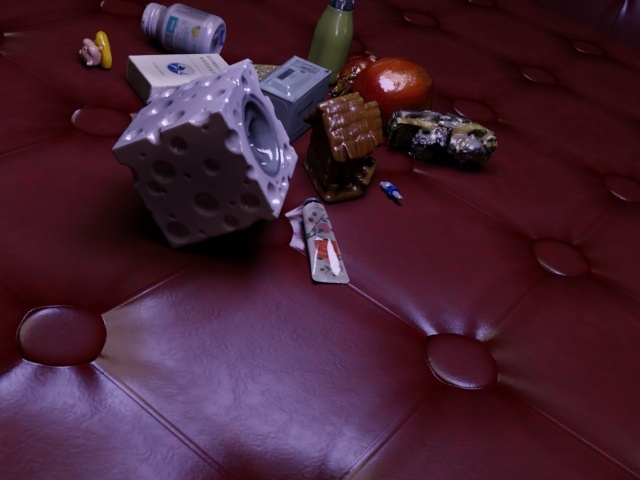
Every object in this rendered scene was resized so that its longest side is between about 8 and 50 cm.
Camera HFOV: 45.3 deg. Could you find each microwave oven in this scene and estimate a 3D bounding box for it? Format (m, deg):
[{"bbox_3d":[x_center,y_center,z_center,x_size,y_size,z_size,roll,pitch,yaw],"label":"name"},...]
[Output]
[{"bbox_3d":[-0.081,-0.355,1.939,0.122,0.162,0.208,26,41,14],"label":"microwave oven"}]

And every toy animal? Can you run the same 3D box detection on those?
[{"bbox_3d":[-0.594,-0.505,2.014,0.082,0.091,0.114,-10,43,-10],"label":"toy animal"}]

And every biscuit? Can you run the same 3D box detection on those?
[{"bbox_3d":[-0.141,-0.467,2.187,0.203,0.016,0.144,2,38,-17],"label":"biscuit"}]

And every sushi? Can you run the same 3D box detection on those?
[{"bbox_3d":[0.311,-0.256,2.001,0.291,0.139,0.131,7,56,-10],"label":"sushi"}]

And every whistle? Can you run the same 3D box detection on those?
[{"bbox_3d":[0.171,-0.118,1.826,0.033,0.029,0.083,10,26,-35],"label":"whistle"}]

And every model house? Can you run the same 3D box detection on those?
[{"bbox_3d":[0.062,-0.237,1.780,0.200,0.229,0.219,-14,46,-26],"label":"model house"}]

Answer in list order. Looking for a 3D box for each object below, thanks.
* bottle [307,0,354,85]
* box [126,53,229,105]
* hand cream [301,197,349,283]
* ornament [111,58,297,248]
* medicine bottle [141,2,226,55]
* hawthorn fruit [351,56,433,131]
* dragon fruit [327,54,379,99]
[{"bbox_3d":[0.035,-0.578,2.190,0.112,0.260,0.112,10,36,-8],"label":"bottle"},{"bbox_3d":[-0.352,-0.417,1.996,0.257,0.069,0.164,-10,43,-32],"label":"box"},{"bbox_3d":[0.000,0.000,1.595,0.080,0.050,0.234,5,43,-20],"label":"hand cream"},{"bbox_3d":[-0.212,-0.168,1.494,0.240,0.239,0.239,-16,31,19],"label":"ornament"},{"bbox_3d":[-0.387,-0.591,2.159,0.215,0.135,0.135,20,36,6],"label":"medicine bottle"},{"bbox_3d":[0.175,-0.387,2.052,0.253,0.205,0.205,-20,48,-30],"label":"hawthorn fruit"},{"bbox_3d":[0.097,-0.446,2.162,0.125,0.125,0.246,36,47,21],"label":"dragon fruit"}]
